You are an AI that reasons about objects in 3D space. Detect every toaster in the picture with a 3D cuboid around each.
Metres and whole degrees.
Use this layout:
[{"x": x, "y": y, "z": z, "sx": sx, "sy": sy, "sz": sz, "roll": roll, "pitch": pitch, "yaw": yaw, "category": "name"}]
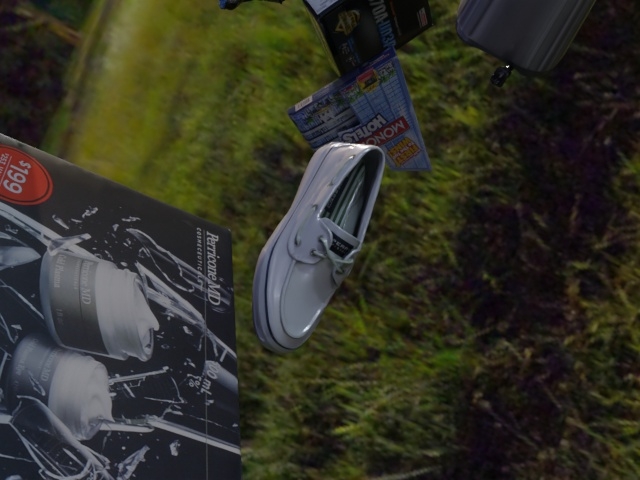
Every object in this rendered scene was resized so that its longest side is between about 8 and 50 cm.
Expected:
[{"x": 0.230, "y": -0.278, "z": 1.018, "sx": 0.227, "sy": 0.129, "sz": 0.146, "roll": -58, "pitch": -4, "yaw": -38, "category": "toaster"}]

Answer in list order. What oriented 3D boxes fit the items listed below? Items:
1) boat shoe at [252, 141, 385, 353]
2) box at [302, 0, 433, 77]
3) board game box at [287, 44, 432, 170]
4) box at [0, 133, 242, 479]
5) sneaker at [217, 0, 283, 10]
[{"x": 0.000, "y": 0.000, "z": 0.956, "sx": 0.075, "sy": 0.083, "sz": 0.226, "roll": -5, "pitch": 63, "yaw": 50, "category": "boat shoe"}, {"x": 0.076, "y": -0.345, "z": 1.487, "sx": 0.175, "sy": 0.051, "sz": 0.220, "roll": -35, "pitch": -20, "yaw": 0, "category": "box"}, {"x": 0.080, "y": -0.167, "z": 1.528, "sx": 0.194, "sy": 0.194, "sz": 0.060, "roll": -30, "pitch": 25, "yaw": 13, "category": "board game box"}, {"x": -0.237, "y": 0.100, "z": 0.753, "sx": 0.179, "sy": 0.312, "sz": 0.343, "roll": -49, "pitch": 31, "yaw": 31, "category": "box"}, {"x": -0.074, "y": -0.351, "z": 1.315, "sx": 0.188, "sy": 0.078, "sz": 0.067, "roll": -43, "pitch": -18, "yaw": -50, "category": "sneaker"}]
